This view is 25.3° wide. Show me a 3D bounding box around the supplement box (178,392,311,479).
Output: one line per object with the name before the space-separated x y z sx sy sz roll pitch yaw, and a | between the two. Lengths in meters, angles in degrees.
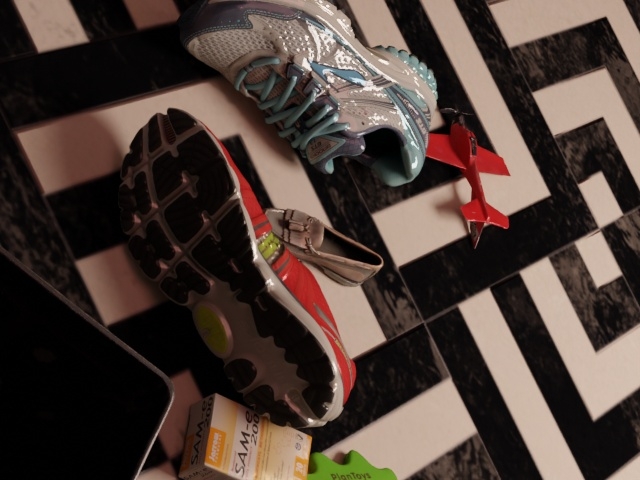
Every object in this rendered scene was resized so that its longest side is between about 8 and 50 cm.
supplement box | -0.057 0.167 1.102 0.098 0.036 0.062 28 52 -30

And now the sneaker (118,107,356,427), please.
sneaker | -0.064 0.024 1.143 0.279 0.107 0.118 61 18 5

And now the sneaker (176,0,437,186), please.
sneaker | -0.001 -0.131 1.259 0.283 0.110 0.122 19 61 -36

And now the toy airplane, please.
toy airplane | 0.147 -0.067 1.420 0.151 0.028 0.151 22 55 -36

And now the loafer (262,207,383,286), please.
loafer | 0.000 0.000 1.239 0.125 0.039 0.045 28 53 -31

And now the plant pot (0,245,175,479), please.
plant pot | -0.234 0.128 0.862 0.187 0.167 0.188 41 47 -21

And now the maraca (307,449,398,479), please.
maraca | 0.051 0.239 1.128 0.127 0.099 0.186 7 39 -43
